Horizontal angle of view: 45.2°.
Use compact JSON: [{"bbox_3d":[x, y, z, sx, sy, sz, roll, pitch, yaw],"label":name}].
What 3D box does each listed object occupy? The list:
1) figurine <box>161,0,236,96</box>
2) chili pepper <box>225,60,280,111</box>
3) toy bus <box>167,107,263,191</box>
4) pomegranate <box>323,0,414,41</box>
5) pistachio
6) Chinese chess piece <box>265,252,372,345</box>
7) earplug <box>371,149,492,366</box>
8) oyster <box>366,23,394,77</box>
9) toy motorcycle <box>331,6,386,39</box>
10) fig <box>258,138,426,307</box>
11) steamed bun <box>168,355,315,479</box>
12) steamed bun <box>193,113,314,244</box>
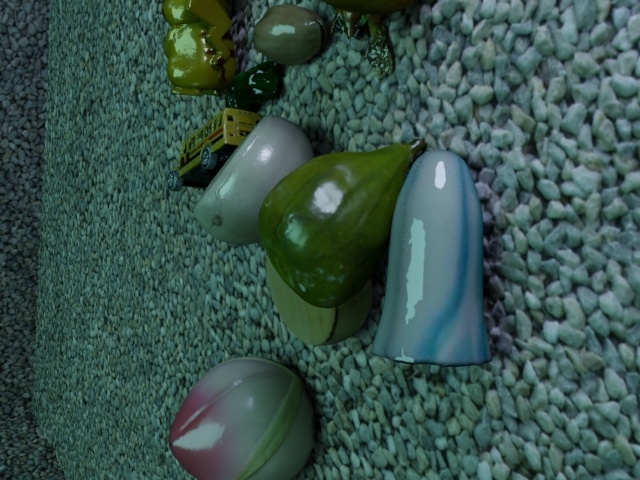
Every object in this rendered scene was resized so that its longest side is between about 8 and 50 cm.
[{"bbox_3d":[-0.287,-0.498,1.790,0.169,0.218,0.327,-6,98,24],"label":"figurine"},{"bbox_3d":[-0.152,-0.341,1.724,0.224,0.060,0.098,-22,74,55],"label":"chili pepper"},{"bbox_3d":[-0.253,-0.206,1.833,0.335,0.121,0.123,-21,70,55],"label":"toy bus"},{"bbox_3d":[0.075,-0.455,1.258,0.221,0.220,0.257,37,123,48],"label":"pomegranate"},{"bbox_3d":[-0.062,-0.416,1.552,0.185,0.108,0.126,1,117,48],"label":"pistachio"},{"bbox_3d":[-0.005,0.076,1.476,0.250,0.097,0.251,30,128,47],"label":"Chinese chess piece"},{"bbox_3d":[0.181,0.021,1.188,0.185,0.184,0.324,3,89,55],"label":"earplug"},{"bbox_3d":[0.104,-0.338,1.378,0.051,0.034,0.093,-28,65,45],"label":"oyster"},{"bbox_3d":[0.055,-0.448,1.418,0.100,0.058,0.173,-45,55,42],"label":"toy motorcycle"},{"bbox_3d":[0.034,-0.040,1.293,0.233,0.314,0.233,23,134,25],"label":"fig"},{"bbox_3d":[-0.185,0.402,1.636,0.309,0.309,0.310,7,98,55],"label":"steamed bun"},{"bbox_3d":[-0.116,-0.107,1.551,0.283,0.177,0.283,-51,10,13],"label":"steamed bun"}]
